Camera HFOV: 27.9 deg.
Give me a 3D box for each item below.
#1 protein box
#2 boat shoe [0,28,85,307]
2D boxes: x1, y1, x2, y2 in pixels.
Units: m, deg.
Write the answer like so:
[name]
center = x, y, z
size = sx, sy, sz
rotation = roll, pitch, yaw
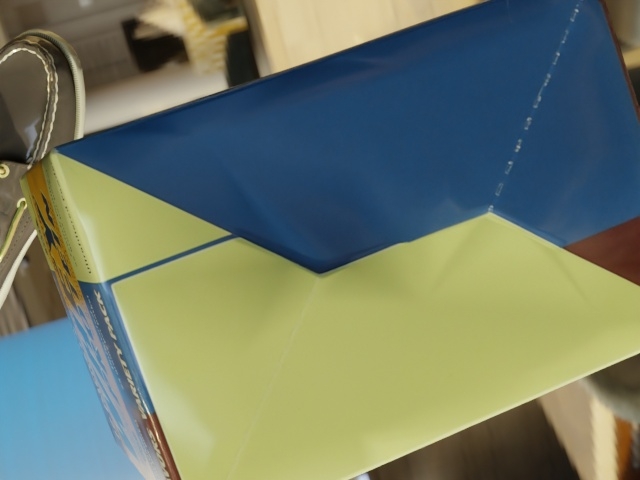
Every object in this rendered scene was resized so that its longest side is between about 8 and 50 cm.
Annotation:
[protein box]
center = 0.000, 0.000, 0.517
size = 0.201, 0.200, 0.136
rotation = 180, 70, -74
[boat shoe]
center = -0.215, -0.024, 0.807
size = 0.227, 0.081, 0.069
rotation = -66, -8, 12
